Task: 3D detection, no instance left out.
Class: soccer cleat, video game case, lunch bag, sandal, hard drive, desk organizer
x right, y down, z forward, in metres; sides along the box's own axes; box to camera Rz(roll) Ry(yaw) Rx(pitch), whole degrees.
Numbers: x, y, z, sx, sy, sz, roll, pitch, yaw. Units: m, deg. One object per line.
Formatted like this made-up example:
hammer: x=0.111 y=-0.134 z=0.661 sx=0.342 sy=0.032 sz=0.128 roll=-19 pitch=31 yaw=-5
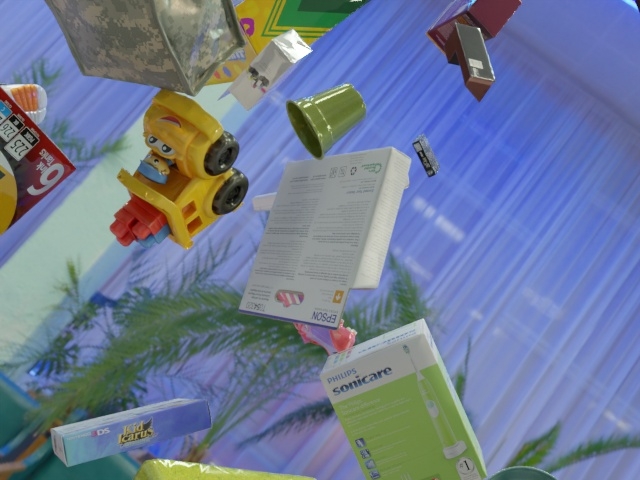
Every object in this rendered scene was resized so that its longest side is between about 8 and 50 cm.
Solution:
soccer cleat: x=-0.032 y=0.166 z=1.470 sx=0.248 sy=0.095 sz=0.083 roll=37 pitch=-3 yaw=23
video game case: x=-0.378 y=0.372 z=1.338 sx=0.244 sy=0.269 sz=0.061 roll=-27 pitch=-106 yaw=62
lunch bag: x=-0.265 y=-0.367 z=0.921 sx=0.235 sy=0.169 sz=0.287 roll=16 pitch=-36 yaw=29
sandal: x=-0.748 y=-0.322 z=1.588 sx=0.076 sy=0.102 sz=0.265 roll=18 pitch=18 yaw=14
hard drive: x=0.018 y=-0.121 z=1.701 sx=0.353 sy=0.233 sz=0.047 roll=-4 pitch=-83 yaw=54
desk organizer: x=0.243 y=-0.292 z=1.116 sx=0.047 sy=0.130 sz=0.050 roll=7 pitch=-36 yaw=-17

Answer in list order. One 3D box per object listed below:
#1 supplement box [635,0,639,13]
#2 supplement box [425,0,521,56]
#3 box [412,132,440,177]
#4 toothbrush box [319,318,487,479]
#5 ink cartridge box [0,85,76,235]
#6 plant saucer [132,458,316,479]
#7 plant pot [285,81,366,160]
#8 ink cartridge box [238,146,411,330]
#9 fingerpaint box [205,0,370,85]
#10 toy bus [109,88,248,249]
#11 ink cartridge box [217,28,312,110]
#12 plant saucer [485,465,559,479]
supplement box: x=0.489 y=-0.274 z=0.769 sx=0.194 sy=0.129 sz=0.191 roll=49 pitch=-11 yaw=-31
supplement box: x=0.316 y=-0.464 z=1.420 sx=0.081 sy=0.104 sz=0.188 roll=42 pitch=-10 yaw=-15
box: x=0.228 y=-0.183 z=1.458 sx=0.083 sy=0.018 sz=0.067 roll=61 pitch=26 yaw=-12
toothbrush box: x=0.152 y=0.320 z=1.248 sx=0.283 sy=0.206 sz=0.122 roll=65 pitch=10 yaw=-3
ink cartridge box: x=-0.511 y=-0.103 z=0.873 sx=0.130 sy=0.272 sz=0.309 roll=42 pitch=-11 yaw=15
plant saucer: x=-0.101 y=0.276 z=0.554 sx=0.188 sy=0.188 sz=0.045 roll=25 pitch=11 yaw=-41
plant pot: x=0.012 y=-0.155 z=0.838 sx=0.083 sy=0.079 sz=0.083 roll=53 pitch=-14 yaw=18
ink cartridge box: x=0.000 y=0.000 z=1.259 sx=0.071 sy=0.330 sz=0.324 roll=24 pitch=-13 yaw=-35
fingerpaint box: x=-0.140 y=-0.527 z=1.601 sx=0.444 sy=0.371 sz=0.163 roll=11 pitch=-43 yaw=54
toy bus: x=-0.235 y=-0.087 z=1.032 sx=0.149 sy=0.211 sz=0.220 roll=35 pitch=-24 yaw=20
ink cartridge box: x=-0.110 y=-0.321 z=1.324 sx=0.061 sy=0.104 sz=0.181 roll=48 pitch=-55 yaw=-7
plant saucer: x=0.209 y=0.295 z=0.696 sx=0.119 sy=0.119 sz=0.021 roll=37 pitch=-17 yaw=11
